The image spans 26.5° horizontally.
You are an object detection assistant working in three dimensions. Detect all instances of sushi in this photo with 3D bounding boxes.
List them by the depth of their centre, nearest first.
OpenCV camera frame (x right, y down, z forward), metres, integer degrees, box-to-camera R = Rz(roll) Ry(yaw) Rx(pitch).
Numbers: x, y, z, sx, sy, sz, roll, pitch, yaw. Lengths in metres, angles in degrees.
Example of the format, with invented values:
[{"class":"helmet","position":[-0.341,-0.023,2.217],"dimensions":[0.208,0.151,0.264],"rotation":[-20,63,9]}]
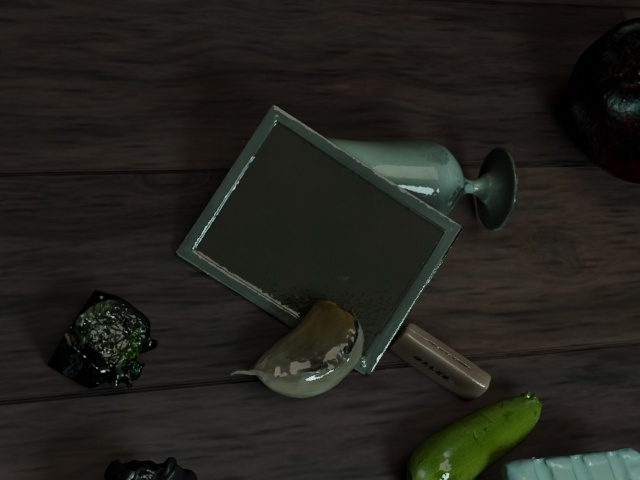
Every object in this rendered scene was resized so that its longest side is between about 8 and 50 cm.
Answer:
[{"class":"sushi","position":[-0.211,0.104,1.359],"dimensions":[0.085,0.056,0.083],"rotation":[31,47,-6]}]

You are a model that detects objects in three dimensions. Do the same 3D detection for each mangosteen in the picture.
[{"class":"mangosteen","position":[0.420,-0.169,1.734],"dimensions":[0.216,0.216,0.216],"rotation":[11,60,-20]}]

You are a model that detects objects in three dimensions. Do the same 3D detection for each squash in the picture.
[{"class":"squash","position":[0.169,0.218,1.471],"dimensions":[0.201,0.066,0.066],"rotation":[-27,78,-34]}]

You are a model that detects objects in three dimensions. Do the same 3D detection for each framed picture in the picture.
[{"class":"framed picture","position":[0.000,0.000,1.484],"dimensions":[0.252,0.014,0.197],"rotation":[33,86,-7]}]

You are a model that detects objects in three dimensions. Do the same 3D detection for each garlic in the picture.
[{"class":"garlic","position":[-0.012,0.127,1.438],"dimensions":[0.084,0.066,0.152],"rotation":[36,64,24]}]

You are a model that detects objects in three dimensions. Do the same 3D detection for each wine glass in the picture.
[{"class":"wine glass","position":[0.104,-0.067,1.574],"dimensions":[0.231,0.103,0.103],"rotation":[2,63,-21]}]

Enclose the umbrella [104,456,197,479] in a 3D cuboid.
[{"class":"umbrella","position":[-0.182,0.327,1.222],"dimensions":[0.122,0.110,0.272],"rotation":[44,46,-44]}]

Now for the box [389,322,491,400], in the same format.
[{"class":"box","position":[0.132,0.136,1.509],"dimensions":[0.115,0.048,0.025],"rotation":[35,50,-7]}]

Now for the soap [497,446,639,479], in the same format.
[{"class":"soap","position":[0.291,0.364,1.405],"dimensions":[0.173,0.095,0.289],"rotation":[-3,56,-21]}]
